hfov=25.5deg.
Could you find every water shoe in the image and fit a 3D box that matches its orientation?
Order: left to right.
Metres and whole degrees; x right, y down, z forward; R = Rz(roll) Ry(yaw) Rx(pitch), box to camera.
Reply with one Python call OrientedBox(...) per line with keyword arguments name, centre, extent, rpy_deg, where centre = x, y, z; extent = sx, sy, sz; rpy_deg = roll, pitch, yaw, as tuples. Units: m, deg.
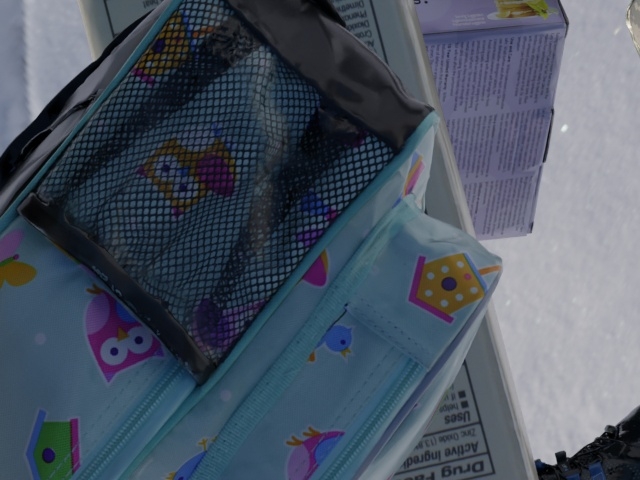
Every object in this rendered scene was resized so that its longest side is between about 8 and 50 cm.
OrientedBox(name="water shoe", centre=(0.150, 0.167, 0.898), extent=(0.080, 0.203, 0.073), rpy_deg=(43, 165, -5))

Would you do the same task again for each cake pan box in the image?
OrientedBox(name="cake pan box", centre=(0.065, -0.088, 1.169), extent=(0.245, 0.070, 0.267), rpy_deg=(-6, 140, -4))

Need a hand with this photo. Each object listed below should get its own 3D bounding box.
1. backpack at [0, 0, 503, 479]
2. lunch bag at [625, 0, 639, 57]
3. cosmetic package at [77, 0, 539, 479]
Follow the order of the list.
OrientedBox(name="backpack", centre=(-0.044, 0.033, 0.416), extent=(0.188, 0.166, 0.144), rpy_deg=(-42, 85, -7))
OrientedBox(name="lunch bag", centre=(0.428, -0.249, 1.315), extent=(0.212, 0.256, 0.305), rpy_deg=(2, 166, -15))
OrientedBox(name="cosmetic package", centre=(0.000, 0.000, 0.689), extent=(0.153, 0.129, 0.296), rpy_deg=(-13, 89, 8))
